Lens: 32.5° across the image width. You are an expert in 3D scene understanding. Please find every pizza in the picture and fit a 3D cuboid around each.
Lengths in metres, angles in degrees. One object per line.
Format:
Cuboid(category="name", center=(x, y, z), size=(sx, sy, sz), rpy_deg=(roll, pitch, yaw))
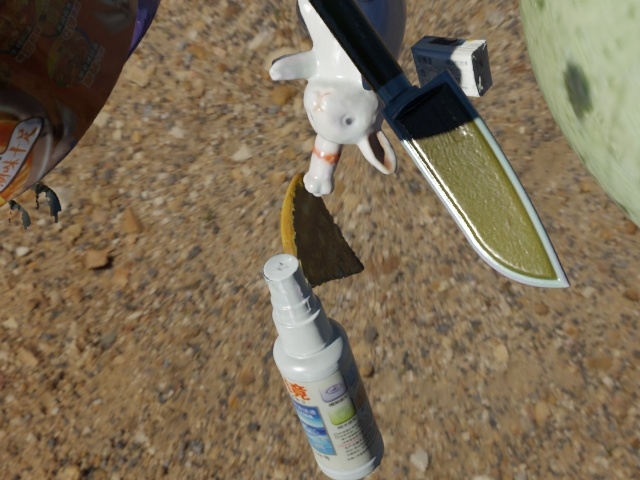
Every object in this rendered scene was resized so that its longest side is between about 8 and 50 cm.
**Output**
Cuboid(category="pizza", center=(0.000, 0.000, 1.527), size=(0.036, 0.176, 0.184), rpy_deg=(-21, 64, 29))

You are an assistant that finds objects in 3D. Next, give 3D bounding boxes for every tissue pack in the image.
Cuboid(category="tissue pack", center=(0.152, -0.201, 1.263), size=(0.083, 0.042, 0.062), rpy_deg=(14, 134, 37))

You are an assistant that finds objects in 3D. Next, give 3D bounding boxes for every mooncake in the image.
Cuboid(category="mooncake", center=(-0.529, -0.084, 1.499), size=(0.347, 0.057, 0.150), rpy_deg=(-3, 85, -40))

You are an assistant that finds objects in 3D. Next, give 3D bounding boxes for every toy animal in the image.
Cuboid(category="toy animal", center=(0.028, -0.186, 1.329), size=(0.140, 0.138, 0.282), rpy_deg=(15, 98, 33))

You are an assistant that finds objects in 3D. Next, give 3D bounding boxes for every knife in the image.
Cuboid(category="knife", center=(0.077, -0.101, 0.823), size=(0.061, 0.027, 0.343), rpy_deg=(-35, 82, 15))

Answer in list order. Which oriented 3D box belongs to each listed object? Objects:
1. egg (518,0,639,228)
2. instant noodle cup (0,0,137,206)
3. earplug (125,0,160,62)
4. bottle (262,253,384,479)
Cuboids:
Cuboid(category="egg", center=(0.159, -0.075, 0.365), size=(0.177, 0.177, 0.228), rpy_deg=(-10, 60, 3))
Cuboid(category="instant noodle cup", center=(-0.224, -0.134, 0.530), size=(0.250, 0.192, 0.250), rpy_deg=(-13, 61, 24))
Cuboid(category="earplug", center=(-0.396, -0.330, 1.131), size=(0.215, 0.215, 0.456), rpy_deg=(-47, 119, 6))
Cuboid(category="bottle", center=(0.000, 0.096, 0.823), size=(0.060, 0.060, 0.217), rpy_deg=(-14, 131, 4))
